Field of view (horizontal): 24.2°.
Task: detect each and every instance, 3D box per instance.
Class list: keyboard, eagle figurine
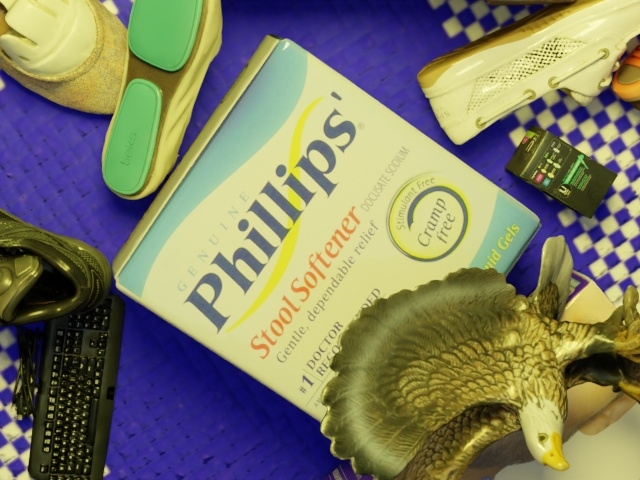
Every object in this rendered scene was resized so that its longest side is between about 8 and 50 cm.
[{"bbox_3d":[-0.243,0.142,1.401,0.100,0.038,0.192,6,97,-9],"label":"keyboard"},{"bbox_3d":[0.144,0.133,1.257,0.298,0.225,0.226,-17,90,1],"label":"eagle figurine"}]

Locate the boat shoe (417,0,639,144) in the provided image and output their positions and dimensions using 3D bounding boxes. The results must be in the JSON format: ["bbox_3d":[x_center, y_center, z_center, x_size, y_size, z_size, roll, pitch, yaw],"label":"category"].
[{"bbox_3d":[0.232,-0.172,1.392,0.277,0.098,0.096,-24,102,5],"label":"boat shoe"}]

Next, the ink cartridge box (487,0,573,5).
[{"bbox_3d":[0.152,-0.313,1.275,0.088,0.234,0.193,3,91,26],"label":"ink cartridge box"}]

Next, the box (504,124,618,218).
[{"bbox_3d":[0.229,-0.066,1.421,0.083,0.062,0.052,30,95,-11],"label":"box"}]

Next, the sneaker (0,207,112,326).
[{"bbox_3d":[-0.305,0.013,1.322,0.227,0.130,0.087,20,95,1],"label":"sneaker"}]

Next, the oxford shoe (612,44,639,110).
[{"bbox_3d":[0.450,-0.196,1.402,0.363,0.130,0.133,-28,109,-2],"label":"oxford shoe"}]

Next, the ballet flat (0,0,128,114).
[{"bbox_3d":[-0.284,-0.218,1.304,0.316,0.106,0.107,38,92,-12],"label":"ballet flat"}]

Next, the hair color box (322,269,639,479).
[{"bbox_3d":[0.180,0.206,1.435,0.339,0.110,0.185,-43,101,-1],"label":"hair color box"}]

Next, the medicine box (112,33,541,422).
[{"bbox_3d":[0.000,0.000,1.356,0.289,0.149,0.263,34,93,-12],"label":"medicine box"}]

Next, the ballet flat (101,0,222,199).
[{"bbox_3d":[-0.134,-0.153,1.326,0.086,0.086,0.248,18,115,-10],"label":"ballet flat"}]
